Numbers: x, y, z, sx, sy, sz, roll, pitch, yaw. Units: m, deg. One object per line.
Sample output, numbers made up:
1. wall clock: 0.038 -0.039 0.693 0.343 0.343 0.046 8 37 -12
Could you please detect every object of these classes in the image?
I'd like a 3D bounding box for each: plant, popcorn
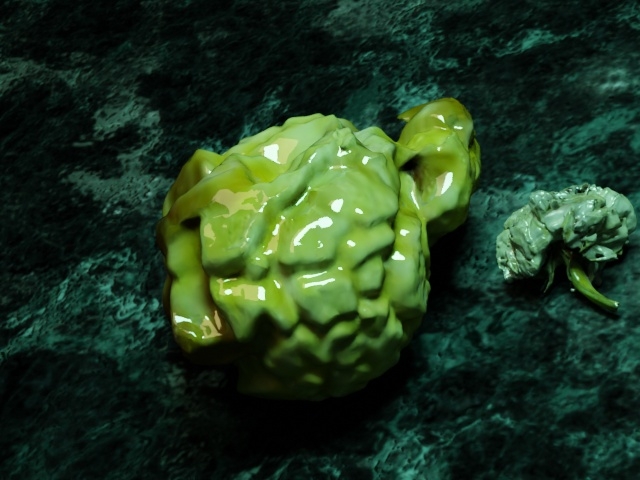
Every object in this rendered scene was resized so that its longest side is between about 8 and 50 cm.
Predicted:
1. plant: 0.211 0.016 1.520 0.116 0.104 0.122 -43 58 45
2. popcorn: 0.000 0.000 1.544 0.332 0.225 0.265 -35 18 -24
